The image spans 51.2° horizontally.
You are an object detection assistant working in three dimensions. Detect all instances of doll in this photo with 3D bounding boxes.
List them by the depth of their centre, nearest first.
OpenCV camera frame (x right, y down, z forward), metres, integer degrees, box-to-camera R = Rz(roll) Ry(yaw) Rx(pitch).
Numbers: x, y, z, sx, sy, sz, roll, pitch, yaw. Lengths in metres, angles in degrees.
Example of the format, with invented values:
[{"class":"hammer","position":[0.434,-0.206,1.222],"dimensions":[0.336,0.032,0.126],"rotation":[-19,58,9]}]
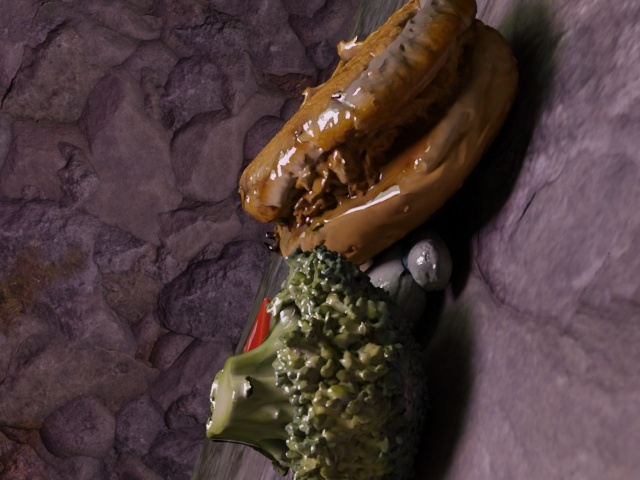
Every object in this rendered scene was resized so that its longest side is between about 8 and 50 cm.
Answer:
[{"class":"doll","position":[0.066,0.056,0.661],"dimensions":[0.214,0.071,0.103],"rotation":[120,166,-50]}]

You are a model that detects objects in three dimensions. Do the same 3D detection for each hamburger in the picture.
[{"class":"hamburger","position":[0.058,-0.113,0.663],"dimensions":[0.318,0.158,0.318],"rotation":[-45,16,17]}]

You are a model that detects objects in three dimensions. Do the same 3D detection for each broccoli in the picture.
[{"class":"broccoli","position":[0.001,0.136,0.558],"dimensions":[0.226,0.176,0.198],"rotation":[-51,20,17]}]

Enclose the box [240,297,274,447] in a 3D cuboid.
[{"class":"box","position":[-0.027,0.164,0.794],"dimensions":[0.182,0.133,0.099],"rotation":[-98,27,-69]}]

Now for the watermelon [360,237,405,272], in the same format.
[{"class":"watermelon","position":[0.056,-0.010,0.826],"dimensions":[0.145,0.137,0.193],"rotation":[-40,-2,-27]}]

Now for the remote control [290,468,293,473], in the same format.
[{"class":"remote control","position":[-0.016,0.249,0.870],"dimensions":[0.122,0.032,0.074],"rotation":[-101,32,-72]}]

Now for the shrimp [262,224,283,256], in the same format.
[{"class":"shrimp","position":[0.000,-0.002,0.901],"dimensions":[0.115,0.217,0.051],"rotation":[-40,62,18]}]

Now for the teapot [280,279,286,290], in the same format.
[{"class":"teapot","position":[-0.029,0.128,0.977],"dimensions":[0.077,0.107,0.200],"rotation":[-73,8,-52]}]
